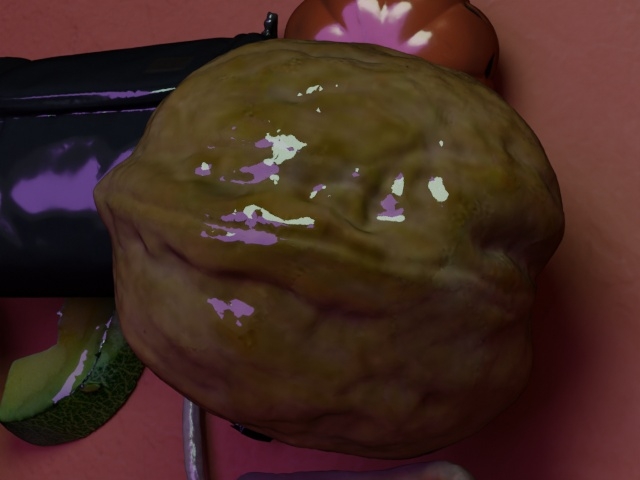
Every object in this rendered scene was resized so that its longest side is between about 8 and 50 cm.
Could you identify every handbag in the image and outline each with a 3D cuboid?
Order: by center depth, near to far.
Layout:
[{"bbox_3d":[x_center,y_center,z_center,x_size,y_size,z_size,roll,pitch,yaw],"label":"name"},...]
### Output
[{"bbox_3d":[-0.183,-0.090,1.613,0.302,0.178,0.275,-2,67,17],"label":"handbag"}]

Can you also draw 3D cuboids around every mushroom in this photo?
[{"bbox_3d":[-0.089,0.102,1.636,0.068,0.043,0.306,7,79,11],"label":"mushroom"}]

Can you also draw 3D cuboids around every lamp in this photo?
[{"bbox_3d":[0.056,-0.144,1.534,0.188,0.164,0.187,1,96,12],"label":"lamp"}]

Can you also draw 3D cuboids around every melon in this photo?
[{"bbox_3d":[-0.220,0.090,1.695,0.118,0.064,0.209,8,79,34],"label":"melon"}]

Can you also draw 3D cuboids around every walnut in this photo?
[{"bbox_3d":[0.000,0.001,1.367,0.344,0.306,0.306,10,81,-4],"label":"walnut"}]

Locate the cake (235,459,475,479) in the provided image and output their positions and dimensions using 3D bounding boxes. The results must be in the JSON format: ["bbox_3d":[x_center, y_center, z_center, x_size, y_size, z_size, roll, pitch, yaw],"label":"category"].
[{"bbox_3d":[0.038,0.342,1.345,0.237,0.230,0.308,-12,46,27],"label":"cake"}]

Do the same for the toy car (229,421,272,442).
[{"bbox_3d":[-0.032,0.092,1.590,0.062,0.071,0.165,23,89,45],"label":"toy car"}]
